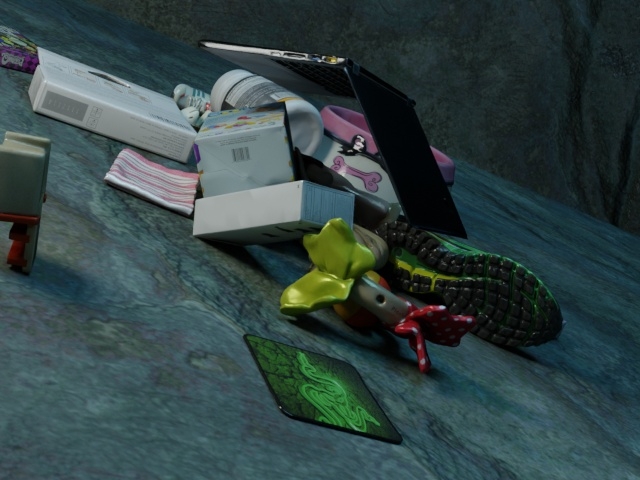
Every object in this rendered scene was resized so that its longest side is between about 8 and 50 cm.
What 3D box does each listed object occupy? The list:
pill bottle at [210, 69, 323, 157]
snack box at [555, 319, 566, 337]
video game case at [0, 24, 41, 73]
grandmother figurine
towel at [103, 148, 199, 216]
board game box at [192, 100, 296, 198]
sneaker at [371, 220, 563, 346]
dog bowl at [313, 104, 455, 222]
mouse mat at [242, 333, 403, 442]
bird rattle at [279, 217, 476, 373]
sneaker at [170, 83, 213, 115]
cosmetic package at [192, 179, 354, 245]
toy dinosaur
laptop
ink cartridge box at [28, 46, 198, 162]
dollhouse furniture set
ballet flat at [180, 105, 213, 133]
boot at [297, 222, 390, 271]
[{"bbox_3d":[-0.127,-0.276,2.288,0.162,0.162,0.278,13,17,-39],"label":"pill bottle"},{"bbox_3d":[0.366,0.137,1.822,0.100,0.037,0.141,31,15,29],"label":"snack box"},{"bbox_3d":[-0.672,-0.403,2.077,0.210,0.042,0.232,36,17,35],"label":"video game case"},{"bbox_3d":[-0.014,-0.116,1.937,0.342,0.104,0.208,28,-10,-6],"label":"grandmother figurine"},{"bbox_3d":[-0.265,-0.098,1.645,0.144,0.029,0.197,21,14,-9],"label":"towel"},{"bbox_3d":[-0.115,-0.131,1.687,0.144,0.142,0.275,-9,16,1],"label":"board game box"},{"bbox_3d":[0.251,0.061,1.710,0.343,0.134,0.146,30,14,25],"label":"sneaker"},{"bbox_3d":[0.134,-0.184,2.411,0.408,0.150,0.408,24,14,-6],"label":"dog bowl"},{"bbox_3d":[-0.001,0.163,1.156,0.152,0.007,0.190,18,15,-24],"label":"mouse mat"},{"bbox_3d":[0.074,0.075,1.386,0.253,0.143,0.207,25,-3,-11],"label":"bird rattle"},{"bbox_3d":[-0.287,-0.326,2.416,0.075,0.057,0.161,24,9,22],"label":"sneaker"},{"bbox_3d":[-0.070,-0.034,1.444,0.099,0.060,0.239,15,-14,-40],"label":"cosmetic package"},{"bbox_3d":[0.038,-0.041,1.781,0.268,0.064,0.118,50,4,-31],"label":"toy dinosaur"},{"bbox_3d":[0.035,-0.163,1.730,0.408,0.236,0.382,12,1,21],"label":"laptop"},{"bbox_3d":[-0.397,-0.256,1.938,0.296,0.066,0.261,19,15,-25],"label":"ink cartridge box"},{"bbox_3d":[-0.425,-0.057,1.085,0.259,0.135,0.262,9,16,-12],"label":"dollhouse furniture set"},{"bbox_3d":[-0.257,-0.243,2.129,0.073,0.067,0.206,36,18,37],"label":"ballet flat"},{"bbox_3d":[0.000,0.000,1.640,0.213,0.077,0.165,26,16,7],"label":"boot"}]
